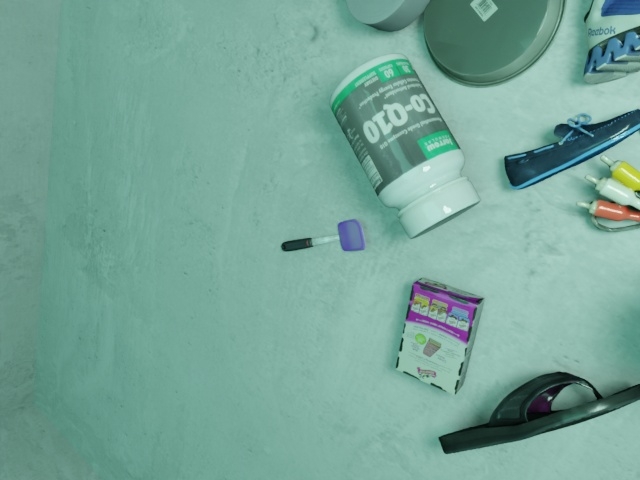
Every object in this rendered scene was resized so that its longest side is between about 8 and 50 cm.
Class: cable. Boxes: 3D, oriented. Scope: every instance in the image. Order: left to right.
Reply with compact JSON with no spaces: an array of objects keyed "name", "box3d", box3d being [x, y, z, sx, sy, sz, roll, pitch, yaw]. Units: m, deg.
[{"name":"cable","box3d":[0.615,-0.042,0.881,0.287,0.072,0.140,30,120,27]}]

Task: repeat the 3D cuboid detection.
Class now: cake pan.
[{"name":"cake pan","box3d":[0.340,-0.469,1.003,0.293,0.054,0.294,7,102,34]}]

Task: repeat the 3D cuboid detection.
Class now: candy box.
[{"name":"candy box","box3d":[0.281,0.225,1.165,0.159,0.071,0.234,19,109,31]}]

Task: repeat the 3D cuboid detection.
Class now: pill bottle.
[{"name":"pill bottle","box3d":[0.185,-0.200,1.070,0.204,0.204,0.361,-34,80,34]}]

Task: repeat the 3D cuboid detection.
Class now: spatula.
[{"name":"spatula","box3d":[0.000,0.000,1.343,0.296,0.030,0.084,-9,93,36]}]

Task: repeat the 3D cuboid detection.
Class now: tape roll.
[{"name":"tape roll","box3d":[0.152,-0.578,1.068,0.219,0.072,0.220,2,93,48]}]

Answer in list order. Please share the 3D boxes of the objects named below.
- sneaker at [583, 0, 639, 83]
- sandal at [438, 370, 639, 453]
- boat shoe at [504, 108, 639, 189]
[{"name":"sneaker","box3d":[0.547,-0.406,0.785,0.315,0.127,0.183,156,106,-65]},{"name":"sandal","box3d":[0.434,0.356,1.037,0.445,0.167,0.107,-32,63,34]},{"name":"boat shoe","box3d":[0.470,-0.186,0.935,0.258,0.109,0.089,-27,80,33]}]
